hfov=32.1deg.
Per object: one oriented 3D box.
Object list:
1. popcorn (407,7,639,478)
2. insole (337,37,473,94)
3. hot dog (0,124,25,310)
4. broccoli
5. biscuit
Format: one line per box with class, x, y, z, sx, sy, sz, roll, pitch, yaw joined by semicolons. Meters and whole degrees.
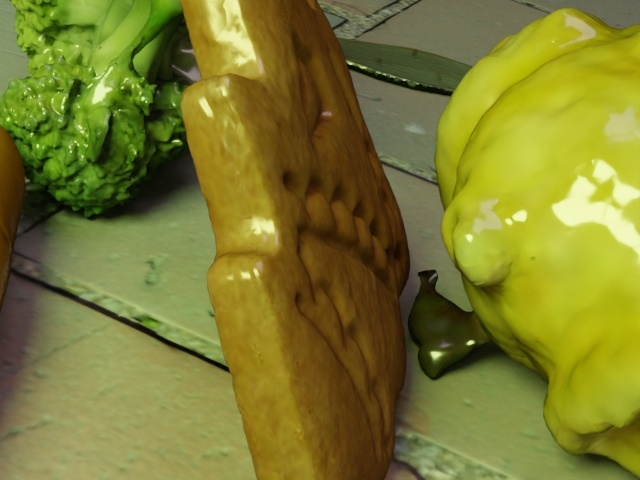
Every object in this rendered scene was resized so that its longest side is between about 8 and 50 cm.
popcorn;0.208;-0.015;0.612;0.297;0.281;0.316;41;46;11
insole;0.161;-0.155;1.105;0.348;0.009;0.119;14;27;-2
hot dog;-0.210;0.015;0.494;0.135;0.100;0.337;11;27;-11
broccoli;-0.134;-0.151;0.693;0.186;0.254;0.302;24;7;-3
biscuit;0.000;0.000;0.530;0.043;0.284;0.306;-13;52;15
